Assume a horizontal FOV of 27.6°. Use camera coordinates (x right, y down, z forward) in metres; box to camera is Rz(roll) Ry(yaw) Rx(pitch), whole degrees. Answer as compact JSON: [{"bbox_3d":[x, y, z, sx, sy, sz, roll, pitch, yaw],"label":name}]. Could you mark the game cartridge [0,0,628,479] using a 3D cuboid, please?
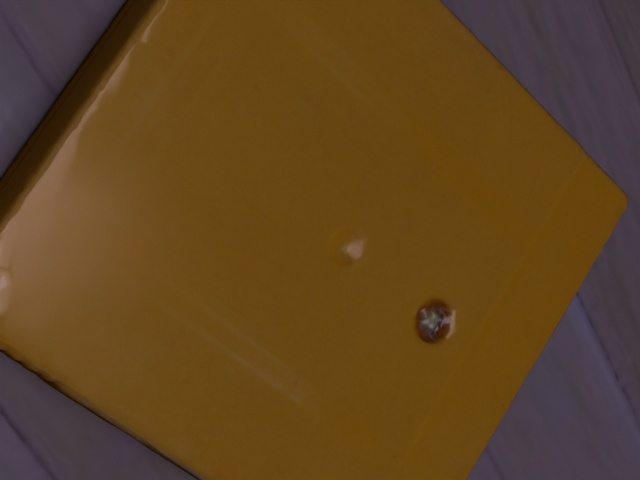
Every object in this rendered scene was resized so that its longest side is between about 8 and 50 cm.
[{"bbox_3d":[0.000,0.000,0.702,0.324,0.053,0.285,40,77,-30],"label":"game cartridge"}]
